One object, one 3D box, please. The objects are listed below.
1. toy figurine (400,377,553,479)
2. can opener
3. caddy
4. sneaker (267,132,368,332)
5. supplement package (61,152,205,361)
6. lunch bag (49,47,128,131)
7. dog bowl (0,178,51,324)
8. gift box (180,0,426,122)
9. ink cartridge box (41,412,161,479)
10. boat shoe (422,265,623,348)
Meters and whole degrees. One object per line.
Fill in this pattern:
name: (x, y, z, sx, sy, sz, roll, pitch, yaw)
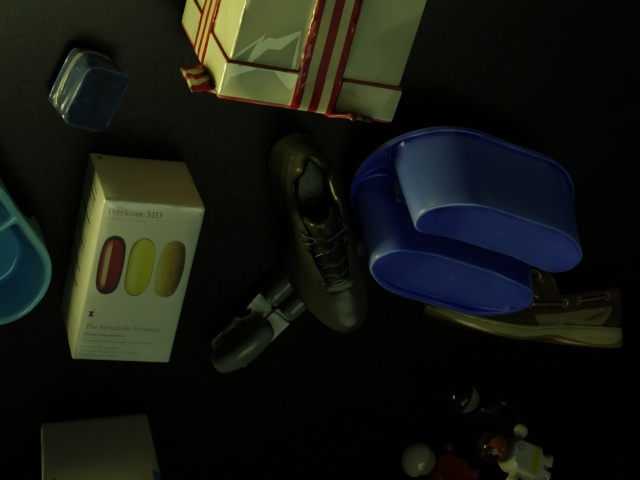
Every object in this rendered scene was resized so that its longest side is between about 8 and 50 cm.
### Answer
toy figurine: (0.244, 0.352, 2.014, 0.148, 0.209, 0.213, 27, 109, -25)
can opener: (-0.044, 0.089, 1.826, 0.280, 0.093, 0.074, -45, 123, 6)
caddy: (0.206, -0.037, 1.780, 0.341, 0.179, 0.241, 17, 138, -27)
sneaker: (0.000, 0.000, 1.713, 0.109, 0.130, 0.286, -21, 105, -7)
supplement package: (-0.255, 0.024, 1.679, 0.139, 0.134, 0.244, 4, 119, -22)
lunch bag: (-0.293, -0.188, 1.576, 0.067, 0.065, 0.098, 14, 115, -43)
dog bowl: (-0.448, -0.007, 1.598, 0.166, 0.074, 0.297, -36, 133, -11)
gift box: (-0.026, -0.276, 1.491, 0.255, 0.276, 0.258, 8, 119, -17)
ink cartridge box: (-0.321, 0.502, 1.863, 0.166, 0.285, 0.395, -3, 121, -16)
boat shoe: (0.320, 0.092, 1.949, 0.342, 0.123, 0.123, 8, 88, -18)
